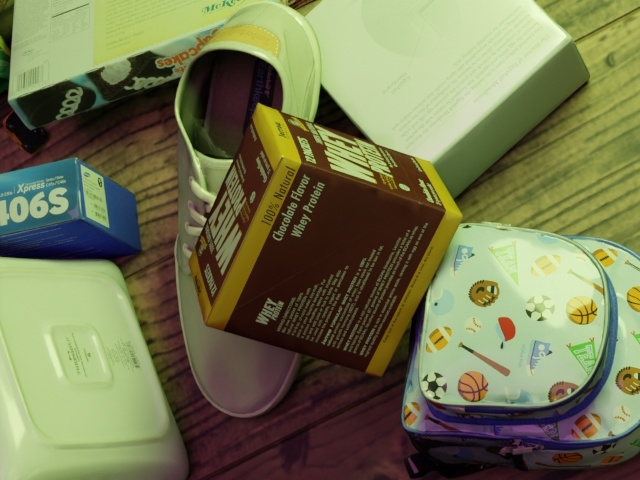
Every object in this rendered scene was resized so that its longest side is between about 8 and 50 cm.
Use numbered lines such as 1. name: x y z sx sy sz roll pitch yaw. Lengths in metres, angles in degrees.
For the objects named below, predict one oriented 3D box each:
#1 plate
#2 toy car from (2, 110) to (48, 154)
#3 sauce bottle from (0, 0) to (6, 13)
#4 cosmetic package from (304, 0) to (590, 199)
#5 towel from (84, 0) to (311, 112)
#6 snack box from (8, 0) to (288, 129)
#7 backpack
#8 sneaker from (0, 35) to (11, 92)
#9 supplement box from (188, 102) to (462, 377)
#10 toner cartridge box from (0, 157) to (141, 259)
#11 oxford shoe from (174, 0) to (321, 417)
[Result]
1. plate: -0.264 0.129 1.839 0.045 0.278 0.277 -35 67 32
2. toy car: -0.367 -0.098 2.045 0.040 0.060 0.122 12 71 52
3. sauce bottle: -0.403 -0.327 2.034 0.111 0.111 0.344 0 60 18
4. cosmetic package: 0.125 -0.193 1.863 0.224 0.138 0.225 -42 67 5
5. towel: -0.179 -0.317 2.048 0.329 0.037 0.237 -26 69 10
6. snack box: -0.193 -0.255 1.953 0.322 0.060 0.187 -17 49 16
7. backpack: 0.218 0.103 1.734 0.263 0.213 0.276 5 75 8
8. sneaker: -0.476 -0.131 2.057 0.295 0.109 0.123 -46 64 2
9. supplement box: 0.000 0.000 1.708 0.191 0.194 0.129 -65 22 21
10. toner cartridge box: -0.394 -0.005 1.971 0.348 0.165 0.075 -11 72 14
11. oxford shoe: -0.089 -0.024 1.828 0.169 0.130 0.449 11 107 20
